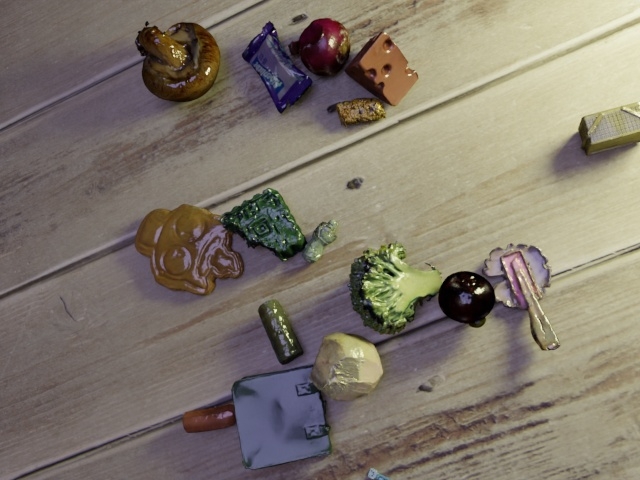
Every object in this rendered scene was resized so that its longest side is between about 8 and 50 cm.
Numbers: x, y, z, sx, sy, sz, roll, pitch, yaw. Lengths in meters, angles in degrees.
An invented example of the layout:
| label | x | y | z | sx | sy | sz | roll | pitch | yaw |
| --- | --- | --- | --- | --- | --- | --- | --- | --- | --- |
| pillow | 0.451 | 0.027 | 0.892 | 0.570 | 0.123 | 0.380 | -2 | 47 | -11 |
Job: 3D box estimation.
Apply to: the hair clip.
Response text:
| label | x | y | z | sx | sy | sz | roll | pitch | yaw |
| --- | --- | --- | --- | --- | --- | --- | --- | --- | --- |
| hair clip | 0.536 | 0.149 | 1.688 | 0.173 | 0.069 | 0.300 | -20 | 65 | 10 |

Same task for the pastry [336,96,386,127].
| label | x | y | z | sx | sy | sz | roll | pitch | yaw |
| --- | --- | --- | --- | --- | --- | --- | --- | --- | --- |
| pastry | 0.118 | -0.380 | 1.913 | 0.140 | 0.056 | 0.079 | -12 | 88 | 11 |

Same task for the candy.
| label | x | y | z | sx | sy | sz | roll | pitch | yaw |
| --- | --- | --- | --- | --- | --- | --- | --- | --- | --- |
| candy | -0.136 | -0.528 | 1.996 | 0.145 | 0.070 | 0.275 | -42 | 70 | 25 |

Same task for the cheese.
| label | x | y | z | sx | sy | sz | roll | pitch | yaw |
| --- | --- | --- | --- | --- | --- | --- | --- | --- | --- |
| cheese | 0.188 | -0.486 | 1.870 | 0.177 | 0.203 | 0.128 | 39 | 90 | -13 |

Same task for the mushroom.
| label | x | y | z | sx | sy | sz | roll | pitch | yaw |
| --- | --- | --- | --- | --- | --- | --- | --- | --- | --- |
| mushroom | -0.442 | -0.559 | 2.027 | 0.263 | 0.195 | 0.283 | -44 | 88 | -4 |

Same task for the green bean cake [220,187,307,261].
| label | x | y | z | sx | sy | sz | roll | pitch | yaw |
| --- | --- | --- | --- | --- | --- | --- | --- | --- | --- |
| green bean cake | -0.162 | -0.027 | 1.887 | 0.194 | 0.107 | 0.208 | -30 | 77 | -3 |

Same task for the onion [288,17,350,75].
| label | x | y | z | sx | sy | sz | roll | pitch | yaw |
| --- | --- | --- | --- | --- | --- | --- | --- | --- | --- |
| onion | -0.017 | -0.583 | 1.947 | 0.199 | 0.135 | 0.173 | 5 | 78 | 18 |

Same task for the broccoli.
| label | x | y | z | sx | sy | sz | roll | pitch | yaw |
| --- | --- | --- | --- | --- | --- | --- | --- | --- | --- |
| broccoli | 0.181 | 0.131 | 1.773 | 0.180 | 0.273 | 0.242 | -18 | 82 | 58 |

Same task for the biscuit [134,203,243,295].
| label | x | y | z | sx | sy | sz | roll | pitch | yaw |
| --- | --- | --- | --- | --- | --- | --- | --- | --- | --- |
| biscuit | -0.401 | 0.027 | 1.983 | 0.376 | 0.051 | 0.269 | 20 | 87 | 17 |

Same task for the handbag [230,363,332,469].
| label | x | y | z | sx | sy | sz | roll | pitch | yaw |
| --- | --- | --- | --- | --- | --- | --- | --- | --- | --- |
| handbag | -0.102 | 0.480 | 1.789 | 0.260 | 0.079 | 0.247 | -12 | 78 | 6 |

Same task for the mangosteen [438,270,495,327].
| label | x | y | z | sx | sy | sz | roll | pitch | yaw |
| --- | --- | --- | --- | --- | --- | --- | --- | --- | --- |
| mangosteen | 0.379 | 0.157 | 1.699 | 0.153 | 0.152 | 0.152 | -3 | 79 | 15 |

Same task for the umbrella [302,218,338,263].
| label | x | y | z | sx | sy | sz | roll | pitch | yaw |
| --- | --- | --- | --- | --- | --- | --- | --- | --- | --- |
| umbrella | 0.000 | 0.000 | 1.870 | 0.067 | 0.062 | 0.143 | 38 | 95 | 14 |

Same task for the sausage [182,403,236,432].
| label | x | y | z | sx | sy | sz | roll | pitch | yaw |
| --- | --- | --- | --- | --- | --- | --- | --- | --- | --- |
| sausage | -0.304 | 0.505 | 1.859 | 0.170 | 0.065 | 0.065 | -12 | 77 | 12 |

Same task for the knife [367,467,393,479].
| label | x | y | z | sx | sy | sz | roll | pitch | yaw |
| --- | --- | --- | --- | --- | --- | --- | --- | --- | --- |
| knife | 0.171 | 0.634 | 1.728 | 0.096 | 0.010 | 0.027 | 20 | 86 | 18 |

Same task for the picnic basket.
| label | x | y | z | sx | sy | sz | roll | pitch | yaw |
| --- | --- | --- | --- | --- | --- | --- | --- | --- | --- |
| picnic basket | 0.756 | -0.287 | 1.688 | 0.164 | 0.115 | 0.079 | -14 | 78 | 13 |

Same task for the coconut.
| label | x | y | z | sx | sy | sz | roll | pitch | yaw |
| --- | --- | --- | --- | --- | --- | --- | --- | --- | --- |
| coconut | 0.072 | 0.331 | 1.725 | 0.195 | 0.194 | 0.194 | -3 | 79 | 15 |

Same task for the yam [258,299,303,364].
| label | x | y | z | sx | sy | sz | roll | pitch | yaw |
| --- | --- | --- | --- | --- | --- | --- | --- | --- | --- |
| yam | -0.116 | 0.259 | 1.845 | 0.078 | 0.078 | 0.179 | -31 | 72 | 8 |
